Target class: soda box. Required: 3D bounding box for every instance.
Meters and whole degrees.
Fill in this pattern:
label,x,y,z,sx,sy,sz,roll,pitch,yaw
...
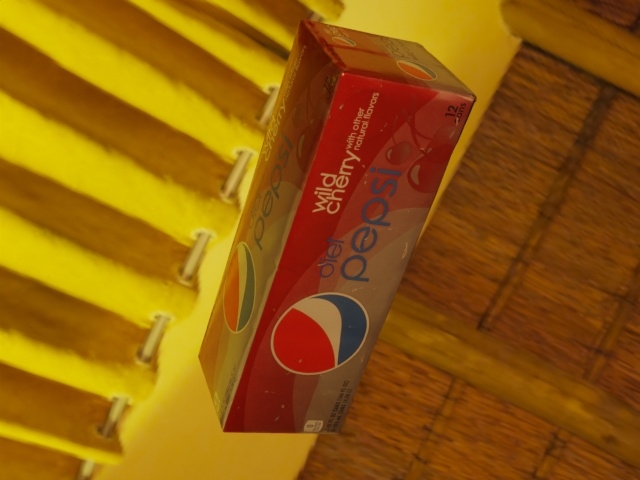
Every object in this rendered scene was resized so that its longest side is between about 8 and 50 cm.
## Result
label,x,y,z,sx,sy,sz,roll,pitch,yaw
soda box,0.000,0.000,0.680,0.083,0.092,0.263,-119,-138,-53
